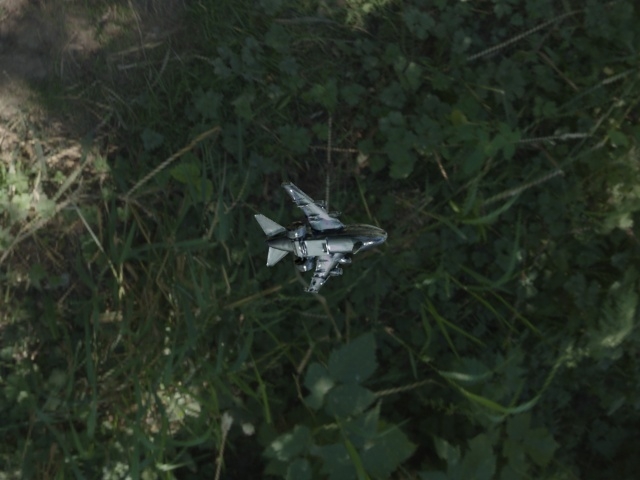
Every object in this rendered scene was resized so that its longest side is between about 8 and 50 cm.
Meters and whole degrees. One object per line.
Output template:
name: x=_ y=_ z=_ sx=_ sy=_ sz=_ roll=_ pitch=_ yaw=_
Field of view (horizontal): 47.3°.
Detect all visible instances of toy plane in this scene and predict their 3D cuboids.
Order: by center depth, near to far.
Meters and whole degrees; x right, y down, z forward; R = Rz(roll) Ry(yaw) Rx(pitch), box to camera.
toy plane: x=0.000 y=0.000 z=0.451 sx=0.083 sy=0.031 sz=0.078 roll=2 pitch=120 yaw=27
